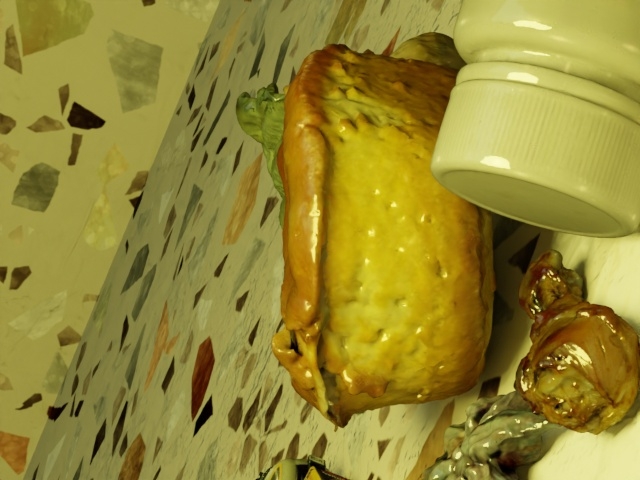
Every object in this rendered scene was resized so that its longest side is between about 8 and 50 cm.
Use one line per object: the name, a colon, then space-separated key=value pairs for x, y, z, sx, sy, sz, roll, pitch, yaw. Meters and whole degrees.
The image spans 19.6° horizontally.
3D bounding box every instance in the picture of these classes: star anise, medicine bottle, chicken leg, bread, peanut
star anise: x=0.136 y=0.203 z=1.590 sx=0.204 sy=0.061 sz=0.180 roll=162 pitch=127 yaw=-70
medicine bottle: x=0.221 y=-0.188 z=1.528 sx=0.208 sy=0.208 sz=0.339 roll=168 pitch=121 yaw=-72
chicken leg: x=0.204 y=0.077 z=1.510 sx=0.107 sy=0.087 sz=0.251 roll=-46 pitch=15 yaw=15
bread: x=0.063 y=-0.007 z=1.724 sx=0.358 sy=0.204 sz=0.336 roll=-80 pitch=-16 yaw=-56
peanut: x=0.114 y=-0.135 z=1.993 sx=0.110 sy=0.120 sz=0.236 roll=-48 pitch=21 yaw=34

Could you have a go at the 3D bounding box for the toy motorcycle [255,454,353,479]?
toy motorcycle: x=-0.049 y=0.353 z=1.982 sx=0.263 sy=0.091 sz=0.157 roll=-64 pitch=21 yaw=10

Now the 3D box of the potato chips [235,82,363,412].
potato chips: x=-0.004 y=-0.002 z=2.118 sx=0.389 sy=0.097 sz=0.373 roll=-156 pitch=56 yaw=-71
